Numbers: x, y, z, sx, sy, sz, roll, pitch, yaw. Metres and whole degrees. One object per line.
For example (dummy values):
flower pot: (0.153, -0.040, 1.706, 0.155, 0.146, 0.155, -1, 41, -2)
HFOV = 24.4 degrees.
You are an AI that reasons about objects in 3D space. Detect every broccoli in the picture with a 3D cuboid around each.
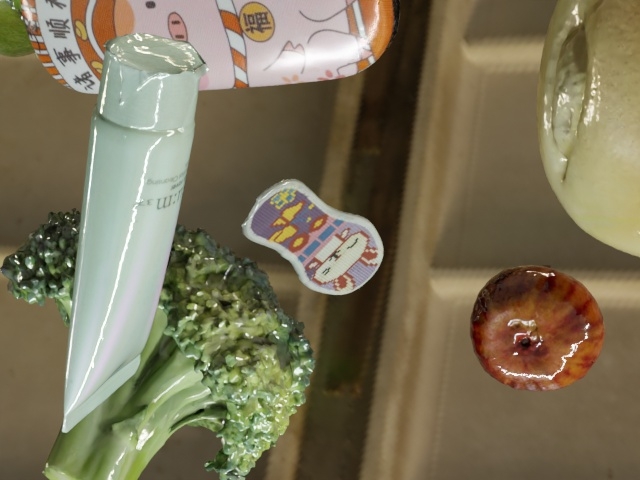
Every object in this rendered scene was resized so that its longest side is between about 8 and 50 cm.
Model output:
broccoli: (-0.157, 0.115, 1.522, 0.249, 0.375, 0.302, -24, -143, 26)

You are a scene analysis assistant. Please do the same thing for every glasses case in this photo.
glasses case: (-0.075, -0.148, 0.932, 0.267, 0.103, 0.067, -1, -157, 29)

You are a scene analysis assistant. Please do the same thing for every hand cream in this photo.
hand cream: (-0.098, -0.002, 0.745, 0.050, 0.205, 0.078, 20, -151, 14)

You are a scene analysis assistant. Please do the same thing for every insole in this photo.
insole: (0.000, 0.000, 1.030, 0.065, 0.197, 0.004, -44, -118, 4)

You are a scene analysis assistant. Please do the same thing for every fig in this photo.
fig: (0.199, 0.078, 1.425, 0.128, 0.128, 0.150, -44, -154, -2)

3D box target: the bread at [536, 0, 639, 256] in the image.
bread: (0.386, -0.143, 1.357, 0.253, 0.376, 0.348, 20, -75, 63)

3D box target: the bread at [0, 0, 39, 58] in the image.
bread: (-0.326, -0.349, 1.700, 0.129, 0.382, 0.366, -10, -147, 27)
